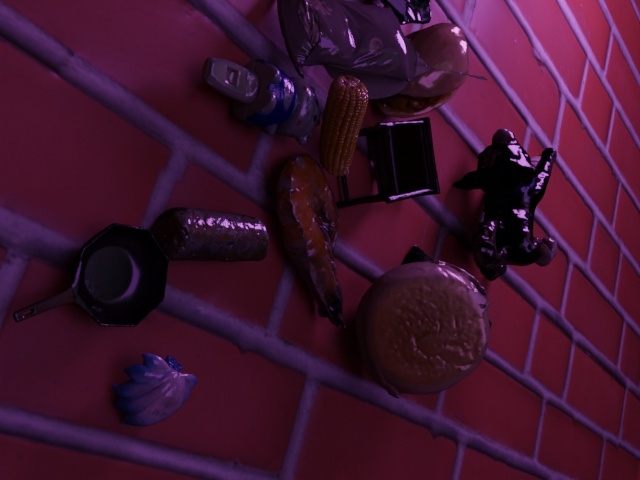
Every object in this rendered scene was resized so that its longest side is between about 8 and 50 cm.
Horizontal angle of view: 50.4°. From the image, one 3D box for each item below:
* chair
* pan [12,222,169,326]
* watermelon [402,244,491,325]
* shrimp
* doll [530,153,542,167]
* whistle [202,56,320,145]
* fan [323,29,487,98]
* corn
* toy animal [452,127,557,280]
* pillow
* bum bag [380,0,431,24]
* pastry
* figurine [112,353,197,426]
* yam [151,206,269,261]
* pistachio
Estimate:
[{"bbox_3d":[0.147,-0.147,1.263,0.260,0.141,0.155,-16,99,-46],"label":"chair"},{"bbox_3d":[-0.284,0.040,0.838,0.202,0.048,0.128,12,80,-50],"label":"pan"},{"bbox_3d":[0.261,0.108,1.392,0.202,0.207,0.136,-43,150,-58],"label":"watermelon"},{"bbox_3d":[0.000,0.000,1.159,0.164,0.062,0.317,-43,123,-48],"label":"shrimp"},{"bbox_3d":[0.570,-0.178,1.802,0.127,0.073,0.084,-39,151,-43],"label":"doll"},{"bbox_3d":[-0.078,-0.219,1.036,0.244,0.092,0.110,17,81,-49],"label":"whistle"},{"bbox_3d":[0.155,-0.320,1.222,0.310,0.010,0.182,11,73,-9],"label":"fan"},{"bbox_3d":[0.035,-0.187,1.120,0.063,0.085,0.165,-18,133,-34],"label":"corn"},{"bbox_3d":[0.418,-0.087,1.533,0.302,0.194,0.345,9,78,-54],"label":"toy animal"},{"bbox_3d":[0.046,-0.348,1.135,0.255,0.059,0.169,-4,71,-33],"label":"pillow"},{"bbox_3d":[0.172,-0.552,1.328,0.137,0.074,0.310,18,72,-36],"label":"bum bag"},{"bbox_3d":[0.186,0.161,1.249,0.264,0.133,0.265,0,90,-5],"label":"pastry"},{"bbox_3d":[-0.226,0.204,0.901,0.114,0.079,0.114,-22,138,-22],"label":"figurine"},{"bbox_3d":[-0.150,-0.006,0.970,0.179,0.078,0.078,5,87,-48],"label":"yam"},{"bbox_3d":[0.198,-0.329,1.315,0.229,0.157,0.157,-45,123,-28],"label":"pistachio"}]
